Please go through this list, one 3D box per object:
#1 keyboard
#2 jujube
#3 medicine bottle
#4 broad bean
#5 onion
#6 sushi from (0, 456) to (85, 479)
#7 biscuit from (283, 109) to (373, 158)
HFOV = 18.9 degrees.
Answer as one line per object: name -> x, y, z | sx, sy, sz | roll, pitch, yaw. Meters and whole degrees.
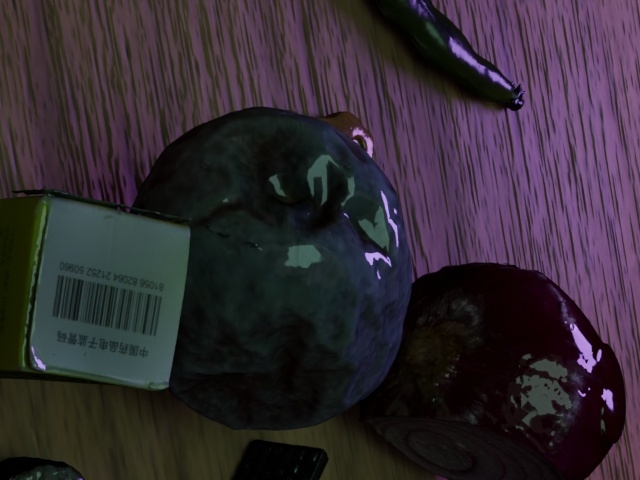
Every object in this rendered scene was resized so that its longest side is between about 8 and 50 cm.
keyboard -> -0.086, 0.314, 1.680 | 0.018, 0.101, 0.310 | 46, 60, -39
jujube -> -0.044, 0.029, 1.621 | 0.246, 0.308, 0.215 | 5, 58, -7
medicine bottle -> -0.230, 0.040, 1.485 | 0.137, 0.250, 0.141 | 15, 80, -39
broad bean -> 0.111, -0.209, 1.923 | 0.297, 0.043, 0.060 | 42, 51, -31
onion -> 0.176, 0.123, 1.834 | 0.216, 0.206, 0.207 | 37, 58, -47
sushi -> -0.258, 0.236, 1.557 | 0.150, 0.078, 0.090 | -45, 108, -32
biscuit -> 0.002, 0.000, 1.820 | 0.184, 0.035, 0.249 | 0, 87, -40
